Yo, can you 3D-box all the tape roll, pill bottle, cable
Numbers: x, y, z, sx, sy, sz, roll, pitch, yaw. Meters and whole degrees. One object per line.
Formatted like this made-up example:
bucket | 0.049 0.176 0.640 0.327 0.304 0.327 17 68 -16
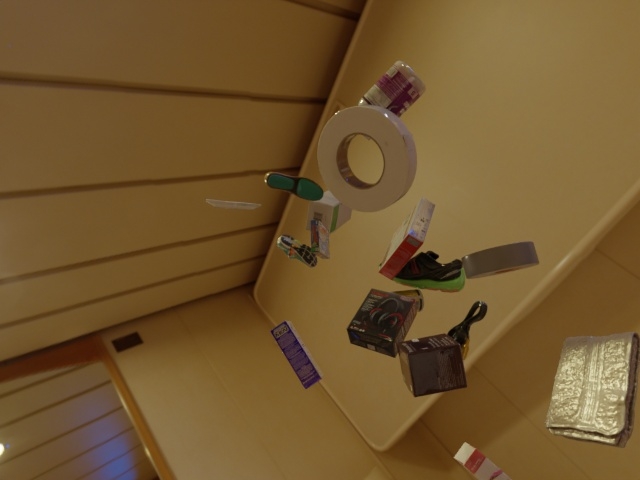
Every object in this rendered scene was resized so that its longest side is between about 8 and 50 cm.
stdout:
tape roll | 0.162 -0.294 1.461 0.072 0.392 0.391 -29 -29 -46
pill bottle | 0.263 -0.557 1.624 0.301 0.169 0.169 -44 -26 18
tape roll | 0.569 0.066 1.276 0.220 0.072 0.219 -9 -13 -2
pill bottle | 0.420 0.321 2.084 0.209 0.119 0.119 -3 -39 -10
cable | 0.591 0.351 1.605 0.139 0.072 0.287 -90 21 -66

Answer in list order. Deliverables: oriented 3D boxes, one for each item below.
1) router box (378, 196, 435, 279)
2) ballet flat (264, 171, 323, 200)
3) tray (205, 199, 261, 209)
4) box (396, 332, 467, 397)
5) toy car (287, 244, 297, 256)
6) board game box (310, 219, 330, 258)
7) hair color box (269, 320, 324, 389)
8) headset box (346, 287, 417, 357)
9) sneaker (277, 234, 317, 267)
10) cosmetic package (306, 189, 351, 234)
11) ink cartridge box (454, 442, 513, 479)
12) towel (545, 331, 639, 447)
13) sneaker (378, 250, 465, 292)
router box | 0.431 -0.012 1.996 0.335 0.082 0.301 -58 -2 -46
ballet flat | -0.097 -0.207 1.474 0.233 0.073 0.080 16 -78 -27
tray | -0.378 -0.156 1.764 0.270 0.145 0.030 -14 -69 -76
box | 0.419 0.469 1.523 0.204 0.166 0.168 -10 1 -3
toy car | -0.150 0.059 2.211 0.041 0.060 0.122 7 -10 -19
board game box | 0.000 0.000 1.725 0.035 0.136 0.201 -5 -11 13
hair color box | -0.119 0.583 2.065 0.110 0.338 0.185 -32 -13 -4
headset box | 0.282 0.346 1.774 0.293 0.218 0.110 -49 -42 -39
sneaker | -0.138 0.070 2.391 0.107 0.275 0.110 -51 -4 -43
cosmetic package | 0.065 -0.183 2.401 0.365 0.155 0.196 -37 -40 -57
ink cartridge box | 0.528 0.734 1.244 0.067 0.198 0.115 -48 -14 -12
towel | 0.666 0.354 0.984 0.282 0.049 0.187 -59 14 -28
sneaker | 0.541 0.154 2.138 0.185 0.483 0.202 24 -105 -51
